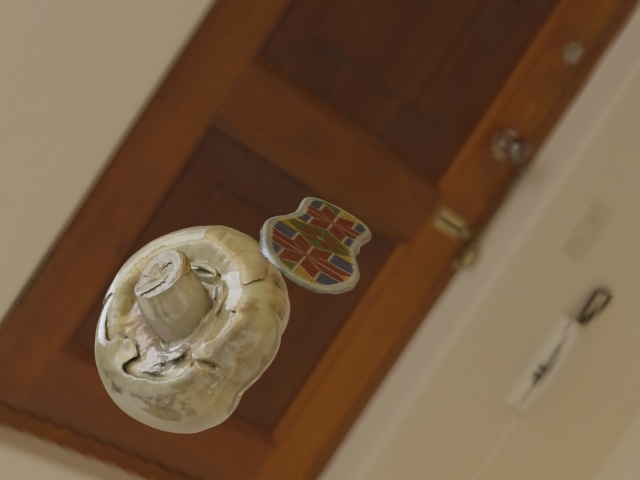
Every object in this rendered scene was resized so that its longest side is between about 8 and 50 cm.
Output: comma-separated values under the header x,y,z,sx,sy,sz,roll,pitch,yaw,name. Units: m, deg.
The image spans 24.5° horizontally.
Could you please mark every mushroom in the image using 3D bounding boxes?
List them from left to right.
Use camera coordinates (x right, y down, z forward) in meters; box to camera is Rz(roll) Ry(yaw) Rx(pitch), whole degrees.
x,y,z,sx,sy,sz,roll,pitch,yaw,name
-0.095,0.061,1.061,0.154,0.154,0.122,36,166,39,mushroom

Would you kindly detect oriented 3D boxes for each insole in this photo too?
x,y,z,sx,sy,sz,roll,pitch,yaw,name
0.000,0.000,0.901,0.065,0.006,0.193,30,-165,2,insole
